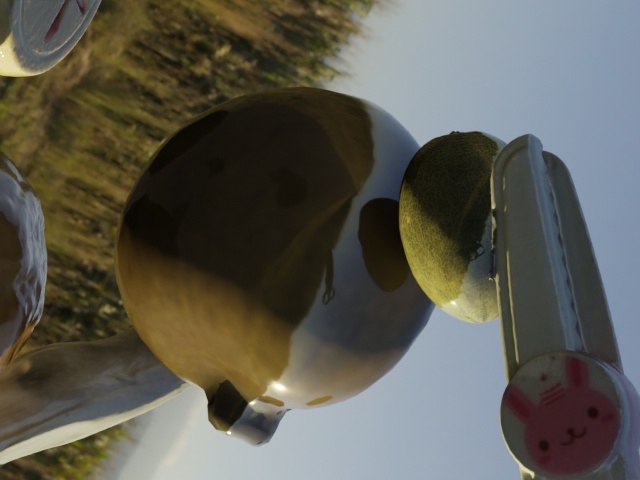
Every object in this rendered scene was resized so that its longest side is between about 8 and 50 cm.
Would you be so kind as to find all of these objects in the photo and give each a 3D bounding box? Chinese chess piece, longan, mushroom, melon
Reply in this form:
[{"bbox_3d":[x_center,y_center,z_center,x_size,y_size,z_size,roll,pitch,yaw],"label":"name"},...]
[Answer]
[{"bbox_3d":[-0.292,-0.287,1.060,0.251,0.097,0.251,24,90,-85],"label":"Chinese chess piece"},{"bbox_3d":[-0.036,0.015,0.862,0.300,0.243,0.300,-34,-134,44],"label":"longan"},{"bbox_3d":[-0.218,0.142,1.099,0.351,0.109,0.097,-22,132,-36],"label":"mushroom"},{"bbox_3d":[0.102,-0.010,0.709,0.098,0.098,0.131,170,-93,-81],"label":"melon"}]

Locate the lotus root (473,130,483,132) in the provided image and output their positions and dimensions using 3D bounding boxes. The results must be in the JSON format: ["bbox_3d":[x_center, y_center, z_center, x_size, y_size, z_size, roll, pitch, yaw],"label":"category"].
[{"bbox_3d":[0.171,-0.079,1.148,0.150,0.062,0.073,26,63,-69],"label":"lotus root"}]

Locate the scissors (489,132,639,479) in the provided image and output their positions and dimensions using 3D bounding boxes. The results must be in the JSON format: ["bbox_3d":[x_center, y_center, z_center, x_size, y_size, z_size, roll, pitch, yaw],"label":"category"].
[{"bbox_3d":[0.100,0.072,0.411,0.118,0.030,0.242,-16,-111,32],"label":"scissors"}]

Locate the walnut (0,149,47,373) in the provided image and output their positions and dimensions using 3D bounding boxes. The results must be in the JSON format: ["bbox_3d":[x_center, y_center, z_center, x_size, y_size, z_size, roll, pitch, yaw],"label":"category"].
[{"bbox_3d":[-0.385,0.014,0.902,0.306,0.306,0.344,-61,-172,13],"label":"walnut"}]
